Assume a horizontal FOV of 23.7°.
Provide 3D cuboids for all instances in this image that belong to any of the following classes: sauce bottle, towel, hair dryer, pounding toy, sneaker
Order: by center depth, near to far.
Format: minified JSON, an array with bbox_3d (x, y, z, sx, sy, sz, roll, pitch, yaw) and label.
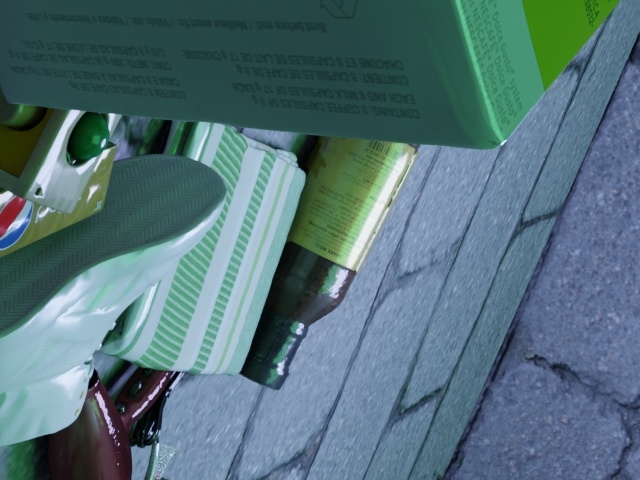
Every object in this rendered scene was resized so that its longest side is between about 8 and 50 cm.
[{"bbox_3d":[-0.188,-0.098,1.001,0.130,0.141,0.100,-63,161,1],"label":"pounding toy"},{"bbox_3d":[-0.200,0.051,1.255,0.292,0.108,0.169,-34,150,-37],"label":"sneaker"},{"bbox_3d":[-0.200,0.165,1.489,0.293,0.080,0.223,38,63,-76],"label":"hair dryer"},{"bbox_3d":[-0.106,0.010,1.491,0.325,0.038,0.248,20,88,-73],"label":"towel"},{"bbox_3d":[0.000,0.000,1.694,0.344,0.111,0.111,-63,162,0],"label":"sauce bottle"}]

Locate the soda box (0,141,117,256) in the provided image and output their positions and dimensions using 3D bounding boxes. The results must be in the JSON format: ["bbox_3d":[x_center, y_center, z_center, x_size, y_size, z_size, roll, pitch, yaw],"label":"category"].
[{"bbox_3d":[-0.227,-0.035,1.114,0.181,0.058,0.061,-33,146,-57],"label":"soda box"}]

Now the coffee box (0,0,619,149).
[{"bbox_3d":[-0.012,-0.286,0.746,0.334,0.338,0.338,-49,133,-34],"label":"coffee box"}]
